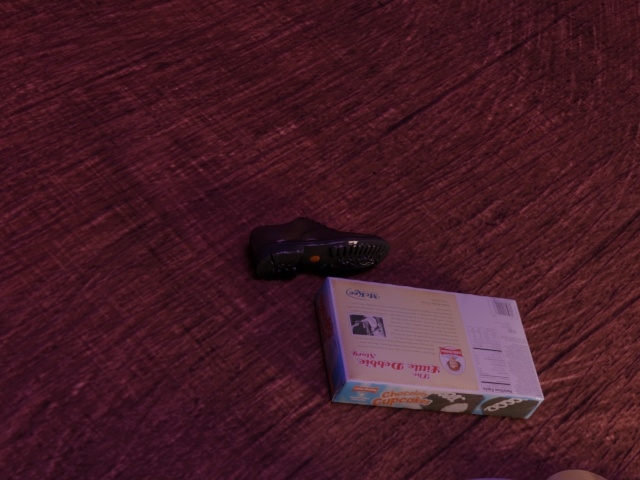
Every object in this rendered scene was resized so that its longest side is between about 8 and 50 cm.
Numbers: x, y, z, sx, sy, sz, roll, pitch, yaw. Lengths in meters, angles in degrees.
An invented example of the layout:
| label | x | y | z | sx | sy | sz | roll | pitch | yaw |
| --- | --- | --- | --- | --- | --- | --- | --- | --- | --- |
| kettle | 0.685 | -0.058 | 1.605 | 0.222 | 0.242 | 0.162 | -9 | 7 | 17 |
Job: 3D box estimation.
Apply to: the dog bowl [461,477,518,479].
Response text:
| label | x | y | z | sx | sy | sz | roll | pitch | yaw |
| --- | --- | --- | --- | --- | --- | --- | --- | --- | --- |
| dog bowl | 0.201 | 0.427 | 1.561 | 0.349 | 0.102 | 0.348 | -8 | 35 | 6 |

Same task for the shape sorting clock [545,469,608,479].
| label | x | y | z | sx | sy | sz | roll | pitch | yaw |
| --- | --- | --- | --- | --- | --- | --- | --- | --- | --- |
| shape sorting clock | 0.378 | 0.419 | 1.822 | 0.206 | 0.040 | 0.206 | 12 | 54 | -17 |

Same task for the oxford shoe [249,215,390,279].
| label | x | y | z | sx | sy | sz | roll | pitch | yaw |
| --- | --- | --- | --- | --- | --- | --- | --- | --- | --- |
| oxford shoe | 0.000 | 0.000 | 1.976 | 0.227 | 0.082 | 0.096 | 2 | 46 | -27 |

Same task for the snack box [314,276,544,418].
| label | x | y | z | sx | sy | sz | roll | pitch | yaw |
| --- | --- | --- | --- | --- | --- | --- | --- | --- | --- |
| snack box | 0.159 | 0.160 | 1.928 | 0.322 | 0.060 | 0.187 | 8 | 48 | -21 |
